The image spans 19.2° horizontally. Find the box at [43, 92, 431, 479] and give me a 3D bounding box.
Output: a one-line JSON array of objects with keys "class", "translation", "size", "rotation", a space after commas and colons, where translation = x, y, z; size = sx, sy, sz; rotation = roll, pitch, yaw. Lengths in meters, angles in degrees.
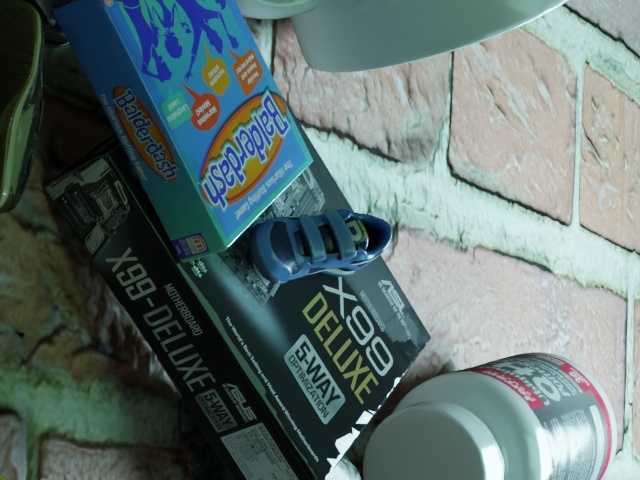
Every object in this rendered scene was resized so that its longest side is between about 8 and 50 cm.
[{"class": "box", "translation": [-0.056, 0.023, 1.523], "size": [0.307, 0.076, 0.242], "rotation": [58, 36, -10]}]

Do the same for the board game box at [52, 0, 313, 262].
[{"class": "board game box", "translation": [-0.098, -0.113, 1.420], "size": [0.210, 0.047, 0.160], "rotation": [64, 34, -16]}]

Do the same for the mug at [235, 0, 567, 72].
[{"class": "mug", "translation": [0.028, -0.331, 1.650], "size": [0.374, 0.276, 0.328], "rotation": [-28, 110, -26]}]

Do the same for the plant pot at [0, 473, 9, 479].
[{"class": "plant pot", "translation": [-0.275, 0.216, 1.083], "size": [0.187, 0.212, 0.212], "rotation": [62, 35, -16]}]

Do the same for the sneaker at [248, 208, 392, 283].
[{"class": "sneaker", "translation": [0.000, 0.000, 1.491], "size": [0.144, 0.059, 0.053], "rotation": [-7, 77, -52]}]

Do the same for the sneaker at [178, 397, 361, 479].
[{"class": "sneaker", "translation": [-0.035, 0.202, 1.629], "size": [0.276, 0.097, 0.135], "rotation": [58, 20, -24]}]

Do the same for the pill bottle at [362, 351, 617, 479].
[{"class": "pill bottle", "translation": [0.170, 0.214, 1.918], "size": [0.318, 0.176, 0.176], "rotation": [-6, 93, -62]}]

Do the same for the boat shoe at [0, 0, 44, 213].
[{"class": "boat shoe", "translation": [-0.224, -0.093, 1.344], "size": [0.049, 0.056, 0.152], "rotation": [20, 83, -71]}]

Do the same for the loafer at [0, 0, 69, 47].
[{"class": "loafer", "translation": [-0.219, -0.223, 1.327], "size": [0.267, 0.084, 0.096], "rotation": [47, 48, -50]}]
